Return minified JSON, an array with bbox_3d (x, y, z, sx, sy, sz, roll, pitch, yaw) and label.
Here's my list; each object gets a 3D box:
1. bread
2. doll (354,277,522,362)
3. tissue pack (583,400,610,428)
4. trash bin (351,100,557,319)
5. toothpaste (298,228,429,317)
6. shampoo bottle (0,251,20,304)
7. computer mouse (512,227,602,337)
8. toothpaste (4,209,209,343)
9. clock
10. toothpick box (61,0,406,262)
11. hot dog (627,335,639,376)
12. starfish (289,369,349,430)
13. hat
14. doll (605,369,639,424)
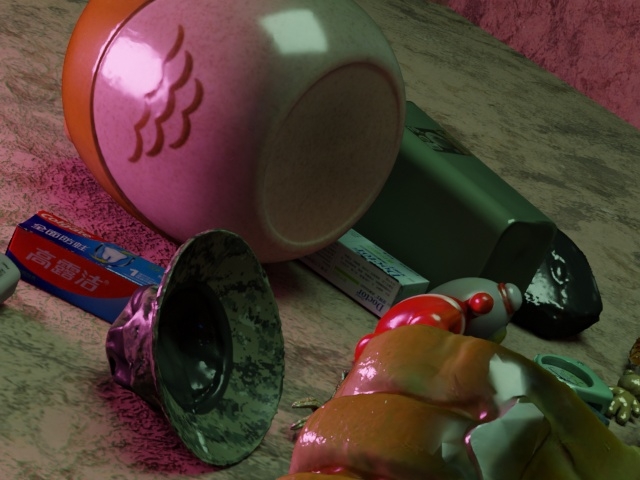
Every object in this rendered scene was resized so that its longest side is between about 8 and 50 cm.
[{"bbox_3d":[0.102,0.239,1.303,0.300,0.210,0.341,34,54,14],"label":"bread"},{"bbox_3d":[0.160,0.111,1.953,0.105,0.200,0.336,66,24,5],"label":"doll"},{"bbox_3d":[0.215,0.217,1.839,0.185,0.081,0.257,33,20,27],"label":"tissue pack"},{"bbox_3d":[0.161,-0.035,2.233,0.158,0.223,0.343,1,31,-48],"label":"trash bin"},{"bbox_3d":[0.000,0.000,2.182,0.336,0.067,0.081,35,22,28],"label":"toothpaste"},{"bbox_3d":[-0.391,0.061,1.576,0.086,0.056,0.227,24,19,3],"label":"shampoo bottle"},{"bbox_3d":[0.340,0.041,2.406,0.183,0.116,0.323,13,22,-14],"label":"computer mouse"},{"bbox_3d":[-0.209,0.065,1.768,0.320,0.066,0.076,25,19,5],"label":"toothpaste"},{"bbox_3d":[0.328,0.196,2.088,0.135,0.041,0.101,11,23,-29],"label":"clock"},{"bbox_3d":[-0.130,-0.196,2.036,0.425,0.408,0.409,30,19,33],"label":"toothpick box"},{"bbox_3d":[0.518,0.187,2.315,0.099,0.053,0.192,31,22,9],"label":"hot dog"},{"bbox_3d":[0.022,0.197,1.720,0.133,0.041,0.130,26,27,-12],"label":"starfish"},{"bbox_3d":[-0.148,0.110,1.587,0.128,0.265,0.265,-2,6,29],"label":"hat"},{"bbox_3d":[0.429,0.219,2.129,0.061,0.051,0.093,36,23,13],"label":"doll"}]
